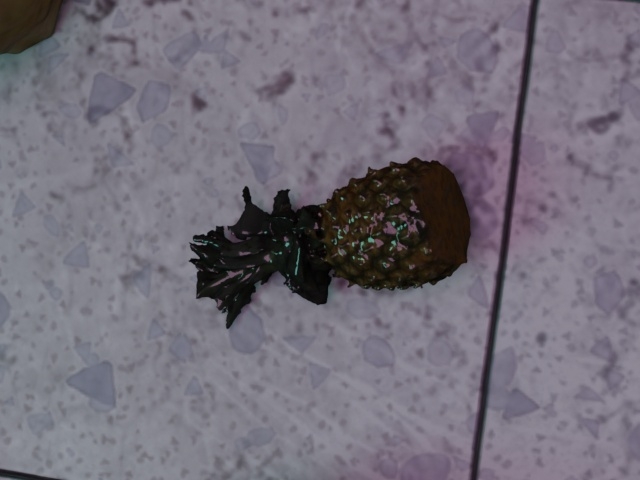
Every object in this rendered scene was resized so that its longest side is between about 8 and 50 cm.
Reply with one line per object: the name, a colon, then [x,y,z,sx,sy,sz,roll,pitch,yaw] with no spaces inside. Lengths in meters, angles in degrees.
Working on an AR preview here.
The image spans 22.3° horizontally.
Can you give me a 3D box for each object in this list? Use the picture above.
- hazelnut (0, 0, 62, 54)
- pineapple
hazelnut: [-0.329,-0.256,1.446,0.261,0.261,0.241,-42,113,10]
pineapple: [0.000,0.000,1.415,0.251,0.125,0.125,-14,86,23]
